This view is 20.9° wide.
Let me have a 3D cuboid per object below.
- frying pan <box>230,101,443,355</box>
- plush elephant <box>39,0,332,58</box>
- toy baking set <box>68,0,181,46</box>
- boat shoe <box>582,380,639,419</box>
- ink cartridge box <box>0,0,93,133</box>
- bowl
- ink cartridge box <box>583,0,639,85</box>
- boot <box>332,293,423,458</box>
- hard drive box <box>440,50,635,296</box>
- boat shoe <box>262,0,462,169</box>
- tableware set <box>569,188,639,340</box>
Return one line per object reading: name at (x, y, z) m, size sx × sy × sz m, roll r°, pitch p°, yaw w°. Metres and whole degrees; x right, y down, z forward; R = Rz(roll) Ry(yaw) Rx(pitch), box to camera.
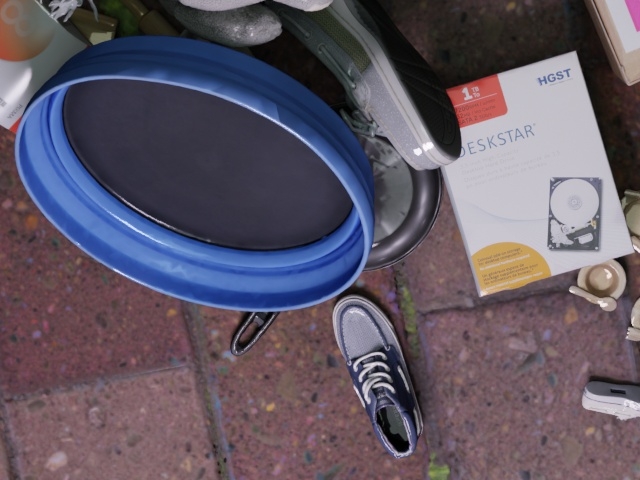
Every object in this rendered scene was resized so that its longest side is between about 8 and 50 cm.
frying pan at (-0.014, -0.026, 1.979) m, size 0.326 × 0.053 × 0.197 m, roll -31°, pitch 94°, yaw 5°
plush elephant at (-0.107, -0.301, 1.806) m, size 0.330 × 0.255 × 0.272 m, roll -23°, pitch 79°, yaw 20°
toy baking set at (-0.209, -0.155, 1.981) m, size 0.256 × 0.030 × 0.197 m, roll 42°, pitch 105°, yaw 3°
boat shoe at (0.350, 0.189, 1.994) m, size 0.100 × 0.035 × 0.035 m, roll 9°, pitch 127°, yaw -1°
ink cartridge box at (-0.325, -0.185, 1.962) m, size 0.145 × 0.045 × 0.179 m, roll -44°, pitch 87°, yaw 16°
bowl at (-0.128, -0.068, 1.831) m, size 0.391 × 0.391 × 0.077 m, roll 18°, pitch 56°, yaw 1°
ink cartridge box at (0.313, -0.292, 1.836) m, size 0.088 × 0.193 × 0.235 m, roll -22°, pitch 97°, yaw 7°
boot at (0.068, 0.154, 1.979) m, size 0.069 × 0.086 × 0.190 m, roll -26°, pitch 96°, yaw 8°
hard drive box at (0.229, -0.075, 1.922) m, size 0.181 × 0.089 × 0.232 m, roll -17°, pitch 93°, yaw 7°
boat shoe at (0.043, -0.184, 1.863) m, size 0.103 × 0.118 × 0.320 m, roll -45°, pitch 59°, yaw 19°
tableware set at (0.375, 0.032, 1.971) m, size 0.141 × 0.020 × 0.169 m, roll 28°, pitch 100°, yaw 0°
